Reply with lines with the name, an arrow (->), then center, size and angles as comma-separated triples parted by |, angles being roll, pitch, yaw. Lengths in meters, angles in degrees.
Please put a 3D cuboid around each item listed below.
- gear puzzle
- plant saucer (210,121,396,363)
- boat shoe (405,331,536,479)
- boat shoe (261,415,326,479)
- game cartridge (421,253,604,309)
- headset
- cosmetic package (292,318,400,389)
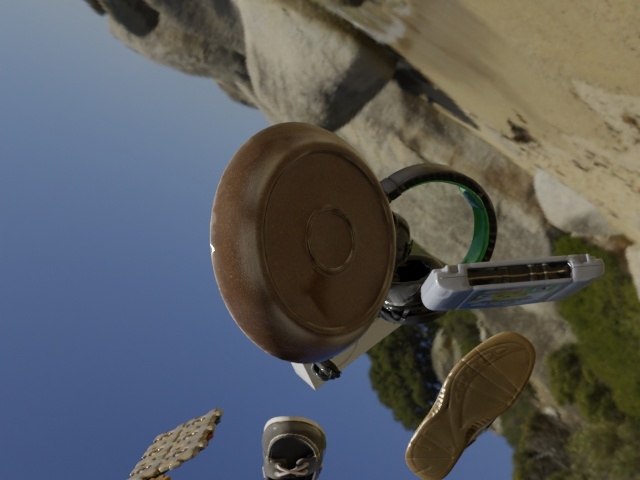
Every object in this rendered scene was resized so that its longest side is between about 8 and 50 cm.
gear puzzle -> -0.283, 0.429, 1.452 | 0.044, 0.175, 0.339 | 63, -173, -6
plant saucer -> 0.000, 0.000, 0.947 | 0.311, 0.310, 0.050 | 22, 160, -40
boat shoe -> 0.112, 0.120, 0.566 | 0.050, 0.135, 0.045 | 40, -163, 11
boat shoe -> -0.046, 0.409, 1.324 | 0.112, 0.335, 0.095 | -1, -124, -2
game cartridge -> 0.096, 0.023, 0.387 | 0.083, 0.017, 0.056 | -5, 167, -2
headset -> 0.120, 0.056, 1.197 | 0.243, 0.394, 0.185 | 49, -179, -28
cosmetic package -> 0.015, 0.123, 1.742 | 0.097, 0.284, 0.377 | 30, 151, 50
